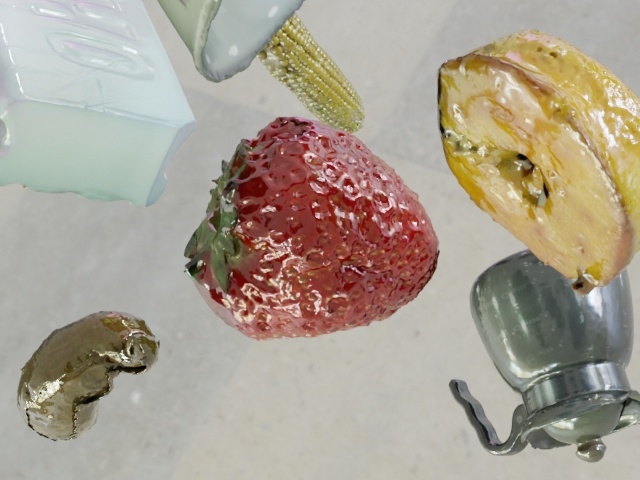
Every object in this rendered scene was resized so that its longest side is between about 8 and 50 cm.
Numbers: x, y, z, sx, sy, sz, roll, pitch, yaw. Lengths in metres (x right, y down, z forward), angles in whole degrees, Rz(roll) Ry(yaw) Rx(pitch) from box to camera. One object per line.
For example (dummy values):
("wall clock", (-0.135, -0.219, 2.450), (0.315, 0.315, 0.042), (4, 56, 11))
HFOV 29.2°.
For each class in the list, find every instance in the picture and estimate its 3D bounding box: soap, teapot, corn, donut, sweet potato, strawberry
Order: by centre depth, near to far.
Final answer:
("donut", (0.200, -0.072, 1.077), (0.118, 0.253, 0.253), (-41, 38, -10))
("soap", (-0.270, -0.194, 1.242), (0.115, 0.208, 0.347), (-56, 43, 30))
("sweet potato", (-0.263, 0.151, 1.318), (0.310, 0.124, 0.098), (-48, 56, 54))
("strawberry", (0.000, 0.000, 1.379), (0.257, 0.276, 0.257), (-57, 17, 29))
("teapot", (0.304, 0.179, 1.692), (0.305, 0.223, 0.285), (-20, 64, 16))
("corn", (-0.034, -0.280, 1.916), (0.097, 0.320, 0.097), (-24, 43, 25))

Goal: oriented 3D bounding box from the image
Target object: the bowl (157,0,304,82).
("bowl", (-0.034, -0.278, 0.752), (0.337, 0.157, 0.337), (-54, -2, -2))
